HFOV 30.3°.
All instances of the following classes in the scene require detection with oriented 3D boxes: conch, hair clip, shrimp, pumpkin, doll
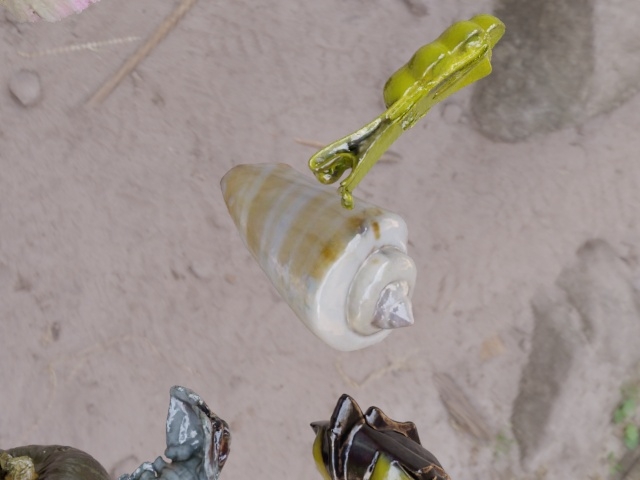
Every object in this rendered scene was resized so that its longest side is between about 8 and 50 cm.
[{"bbox_3d":[0.003,-0.006,1.149,0.158,0.255,0.127,-36,160,-33],"label":"conch"},{"bbox_3d":[0.065,-0.097,0.844,0.046,0.072,0.173,44,88,11],"label":"hair clip"},{"bbox_3d":[-0.245,0.268,0.990,0.411,0.221,0.166,-21,121,-36],"label":"shrimp"},{"bbox_3d":[-0.342,0.322,1.377,0.224,0.224,0.157,-8,109,-19],"label":"pumpkin"},{"bbox_3d":[0.073,0.209,0.986,0.127,0.088,0.248,-12,139,26],"label":"doll"}]

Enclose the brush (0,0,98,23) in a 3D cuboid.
[{"bbox_3d":[-0.297,-0.269,1.110,0.266,0.174,0.166,-57,143,-14],"label":"brush"}]
